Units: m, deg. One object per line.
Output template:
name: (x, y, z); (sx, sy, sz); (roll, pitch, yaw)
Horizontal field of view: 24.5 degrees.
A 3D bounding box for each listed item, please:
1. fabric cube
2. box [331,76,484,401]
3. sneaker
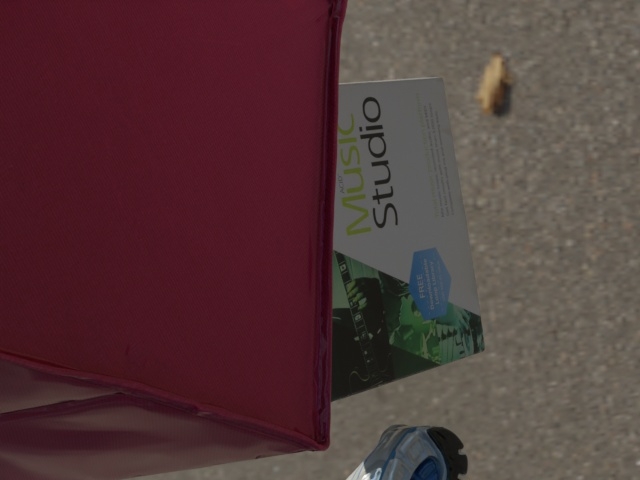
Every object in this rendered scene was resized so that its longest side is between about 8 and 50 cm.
fabric cube: (-0.165, -0.027, 0.723); (0.258, 0.259, 0.254); (-15, 63, 38)
box: (0.000, 0.000, 1.101); (0.058, 0.322, 0.232); (-8, 92, 41)
sneaker: (0.031, 0.212, 1.035); (0.191, 0.071, 0.083); (-58, 22, -10)
